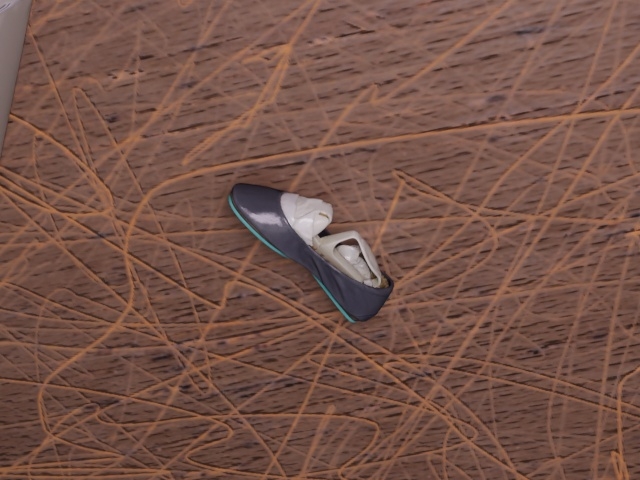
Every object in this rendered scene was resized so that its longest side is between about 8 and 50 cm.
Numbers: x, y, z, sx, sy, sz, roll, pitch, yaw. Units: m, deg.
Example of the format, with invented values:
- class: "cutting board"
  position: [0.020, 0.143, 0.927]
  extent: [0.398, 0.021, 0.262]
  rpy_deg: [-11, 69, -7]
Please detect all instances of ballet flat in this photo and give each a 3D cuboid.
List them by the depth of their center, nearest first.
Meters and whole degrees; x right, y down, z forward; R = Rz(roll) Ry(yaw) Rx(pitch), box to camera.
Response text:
- class: "ballet flat"
  position: [0.000, 0.000, 1.117]
  extent: [0.074, 0.074, 0.203]
  rpy_deg: [-36, 114, 23]

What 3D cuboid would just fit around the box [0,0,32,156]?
- class: "box"
  position: [-0.359, -0.120, 1.077]
  extent: [0.094, 0.113, 0.275]
  rpy_deg: [19, 117, -2]
